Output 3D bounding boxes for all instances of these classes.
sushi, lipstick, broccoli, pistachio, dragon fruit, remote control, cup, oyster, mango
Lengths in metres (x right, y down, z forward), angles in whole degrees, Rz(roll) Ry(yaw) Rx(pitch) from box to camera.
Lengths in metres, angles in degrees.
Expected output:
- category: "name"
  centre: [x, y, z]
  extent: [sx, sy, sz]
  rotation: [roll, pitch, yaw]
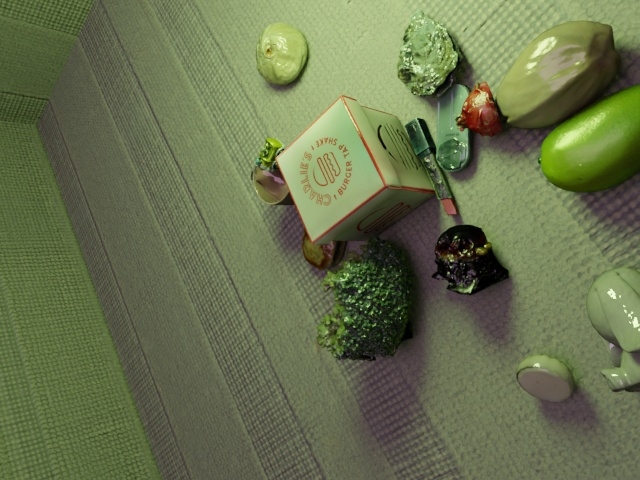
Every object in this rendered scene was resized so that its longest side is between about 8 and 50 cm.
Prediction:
- category: "sushi"
  centre: [0.391, 0.038, 1.504]
  extent: [0.172, 0.153, 0.151]
  rotation: [21, 126, 59]
- category: "lipstick"
  centre: [0.333, -0.212, 1.616]
  extent: [0.051, 0.051, 0.312]
  rotation: [-29, 74, 36]
- category: "broccoli"
  centre: [0.135, 0.194, 1.663]
  extent: [0.317, 0.277, 0.339]
  rotation: [-56, 47, 50]
- category: "pistachio"
  centre: [0.556, -0.390, 1.327]
  extent: [0.332, 0.207, 0.226]
  rotation: [-43, 19, 49]
- category: "dragon fruit"
  centre: [0.411, -0.334, 1.457]
  extent: [0.110, 0.153, 0.153]
  rotation: [-22, 76, 15]
- category: "remote control"
  centre: [0.385, -0.319, 1.565]
  extent: [0.104, 0.052, 0.248]
  rotation: [4, 94, 42]
- category: "cup"
  centre: [-0.119, -0.217, 1.907]
  extent: [0.252, 0.200, 0.192]
  rotation: [6, 95, 40]
- category: "oyster"
  centre: [0.299, -0.532, 1.591]
  extent: [0.198, 0.112, 0.268]
  rotation: [-48, 50, 23]
- category: "mango"
  centre: [0.672, -0.234, 1.249]
  extent: [0.343, 0.156, 0.193]
  rotation: [-34, 72, 34]

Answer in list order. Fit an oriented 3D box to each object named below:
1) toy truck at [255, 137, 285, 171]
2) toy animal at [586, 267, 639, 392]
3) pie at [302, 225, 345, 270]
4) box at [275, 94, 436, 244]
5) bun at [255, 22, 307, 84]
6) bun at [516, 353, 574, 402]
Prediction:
- category: "toy truck"
  centre: [-0.167, -0.273, 1.765]
  extent: [0.076, 0.076, 0.111]
  rotation: [43, 117, 32]
- category: "toy animal"
  centre: [0.689, 0.186, 1.207]
  extent: [0.205, 0.271, 0.265]
  rotation: [-19, 63, 14]
- category: "pie"
  centre: [0.000, 0.000, 1.886]
  extent: [0.178, 0.084, 0.205]
  rotation: [12, 102, 40]
- category: "box"
  centre: [0.108, -0.195, 1.644]
  extent: [0.312, 0.299, 0.315]
  rotation: [-38, 66, 35]
- category: "bun"
  centre: [-0.153, -0.669, 1.971]
  extent: [0.220, 0.134, 0.221]
  rotation: [2, 93, 37]
- category: "bun"
  centre: [0.575, 0.335, 1.391]
  extent: [0.138, 0.094, 0.138]
  rotation: [24, 141, 21]
